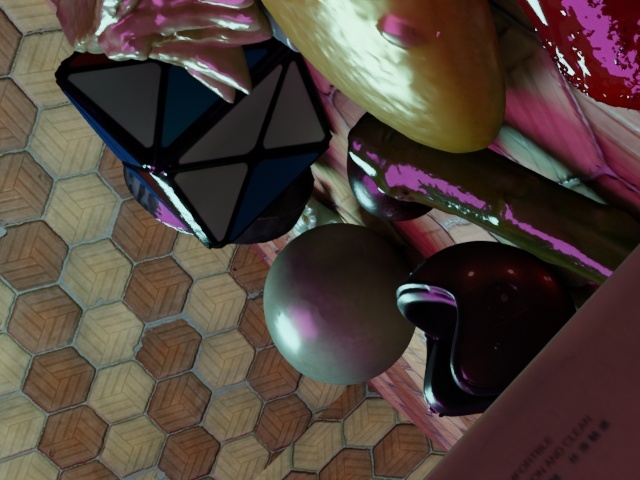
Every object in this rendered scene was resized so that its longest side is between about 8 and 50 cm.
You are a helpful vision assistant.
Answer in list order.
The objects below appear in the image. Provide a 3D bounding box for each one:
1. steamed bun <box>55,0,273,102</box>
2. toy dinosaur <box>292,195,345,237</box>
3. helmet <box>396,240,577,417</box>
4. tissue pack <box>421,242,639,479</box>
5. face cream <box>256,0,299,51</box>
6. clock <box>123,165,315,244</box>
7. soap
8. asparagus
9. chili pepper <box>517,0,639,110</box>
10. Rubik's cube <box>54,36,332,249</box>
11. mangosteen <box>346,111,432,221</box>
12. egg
[{"bbox_3d":[-0.158,-0.274,1.018,0.428,0.189,0.247,137,125,-66],"label":"steamed bun"},{"bbox_3d":[0.000,0.000,1.891,0.205,0.092,0.393,48,173,-7],"label":"toy dinosaur"},{"bbox_3d":[0.185,0.100,1.097,0.216,0.193,0.189,37,164,7],"label":"helmet"},{"bbox_3d":[0.246,0.192,0.616,0.297,0.380,0.207,38,172,39],"label":"tissue pack"},{"bbox_3d":[-0.076,-0.281,1.087,0.198,0.057,0.084,41,161,29],"label":"face cream"},{"bbox_3d":[-0.164,-0.110,1.593,0.312,0.312,0.061,43,129,27],"label":"clock"},{"bbox_3d":[0.008,-0.228,0.741,0.306,0.115,0.427,35,167,39],"label":"soap"},{"bbox_3d":[0.175,-0.030,0.873,0.343,0.082,0.085,27,-165,28],"label":"asparagus"},{"bbox_3d":[0.116,-0.169,0.496,0.387,0.110,0.110,45,172,-7],"label":"chili pepper"},{"bbox_3d":[-0.163,-0.178,1.348,0.248,0.250,0.246,40,169,27],"label":"Rubik's cube"},{"bbox_3d":[0.095,-0.079,1.021,0.140,0.140,0.140,45,171,9],"label":"mangosteen"},{"bbox_3d":[0.035,0.106,1.641,0.258,0.258,0.352,43,177,22],"label":"egg"}]
